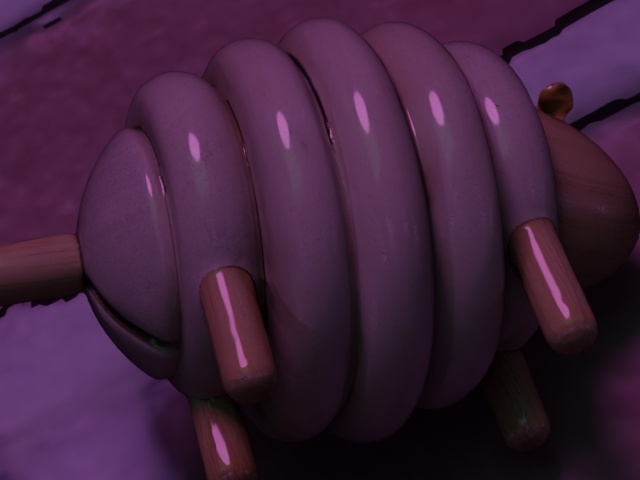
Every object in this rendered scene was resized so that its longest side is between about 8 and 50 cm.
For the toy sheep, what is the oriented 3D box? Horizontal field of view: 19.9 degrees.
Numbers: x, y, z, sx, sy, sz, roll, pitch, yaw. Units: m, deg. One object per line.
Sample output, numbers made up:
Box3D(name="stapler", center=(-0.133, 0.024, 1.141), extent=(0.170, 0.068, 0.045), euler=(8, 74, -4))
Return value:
Box3D(name="toy sheep", center=(0.000, 0.000, 0.352), extent=(0.132, 0.091, 0.091), euler=(-5, 45, -18))
